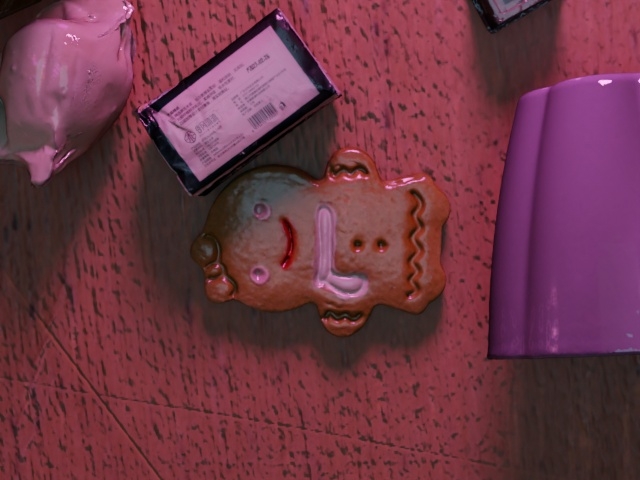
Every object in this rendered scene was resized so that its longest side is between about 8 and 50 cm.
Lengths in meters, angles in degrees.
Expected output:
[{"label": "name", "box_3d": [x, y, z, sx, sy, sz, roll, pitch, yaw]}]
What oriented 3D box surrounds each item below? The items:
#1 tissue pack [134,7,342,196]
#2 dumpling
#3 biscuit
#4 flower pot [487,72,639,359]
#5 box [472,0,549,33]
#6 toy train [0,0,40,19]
[{"label": "tissue pack", "box_3d": [-0.076, -0.126, 1.265, 0.170, 0.090, 0.103, -35, 95, 4]}, {"label": "dumpling", "box_3d": [-0.250, -0.147, 1.263, 0.136, 0.118, 0.199, 16, 76, 17]}, {"label": "biscuit", "box_3d": [0.000, 0.000, 1.307, 0.249, 0.035, 0.184, 4, 98, 2]}, {"label": "flower pot", "box_3d": [0.274, -0.017, 1.205, 0.265, 0.265, 0.243, -3, 83, 3]}, {"label": "box", "box_3d": [0.182, -0.237, 1.254, 0.085, 0.063, 0.060, -28, 94, 5]}, {"label": "toy train", "box_3d": [-0.276, -0.257, 1.199, 0.090, 0.225, 0.137, 36, 114, -1]}]
